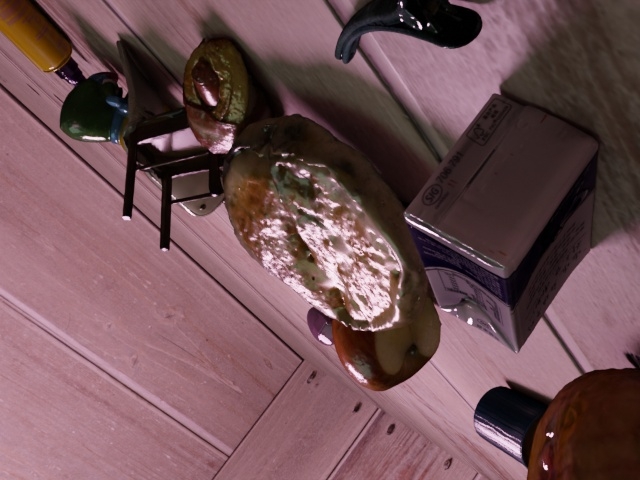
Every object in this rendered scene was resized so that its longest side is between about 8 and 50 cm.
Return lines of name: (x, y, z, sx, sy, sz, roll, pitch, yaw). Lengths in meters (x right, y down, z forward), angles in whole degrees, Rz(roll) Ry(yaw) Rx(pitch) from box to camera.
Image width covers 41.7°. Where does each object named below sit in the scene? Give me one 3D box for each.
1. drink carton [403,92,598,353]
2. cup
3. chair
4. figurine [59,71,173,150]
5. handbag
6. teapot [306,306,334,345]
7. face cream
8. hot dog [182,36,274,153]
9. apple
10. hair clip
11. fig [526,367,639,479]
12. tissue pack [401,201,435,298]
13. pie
drink carton: (0.167, -0.005, 0.744, 0.102, 0.134, 0.222, 29, 166, 27)
cup: (0.370, 0.347, 1.531, 0.150, 0.113, 0.138, 47, 167, -29)
chair: (-0.213, -0.165, 1.307, 0.186, 0.319, 0.160, -12, 154, 13)
figurine: (-0.328, -0.217, 1.503, 0.234, 0.185, 0.127, 7, 120, 3)
handbag: (-0.320, -0.181, 1.743, 0.241, 0.109, 0.315, 48, 178, -35)
teapot: (0.052, 0.132, 1.560, 0.148, 0.146, 0.116, -23, 94, 53)
face cream: (-0.521, -0.372, 1.546, 0.078, 0.078, 0.273, 28, 165, 41)
hot dog: (-0.124, -0.164, 1.104, 0.123, 0.093, 0.261, 27, 164, 25)
apple: (0.104, 0.152, 1.382, 0.160, 0.195, 0.173, -35, 79, 51)
hair clip: (0.051, -0.179, 0.692, 0.070, 0.039, 0.229, 43, 172, -18)
fig: (0.423, 0.299, 0.937, 0.368, 0.286, 0.286, 12, 162, 11)
tissue pack: (0.089, 0.004, 1.136, 0.120, 0.082, 0.169, 48, 165, -29)
pie: (0.004, -0.013, 1.046, 0.339, 0.077, 0.339, 32, 148, 24)
